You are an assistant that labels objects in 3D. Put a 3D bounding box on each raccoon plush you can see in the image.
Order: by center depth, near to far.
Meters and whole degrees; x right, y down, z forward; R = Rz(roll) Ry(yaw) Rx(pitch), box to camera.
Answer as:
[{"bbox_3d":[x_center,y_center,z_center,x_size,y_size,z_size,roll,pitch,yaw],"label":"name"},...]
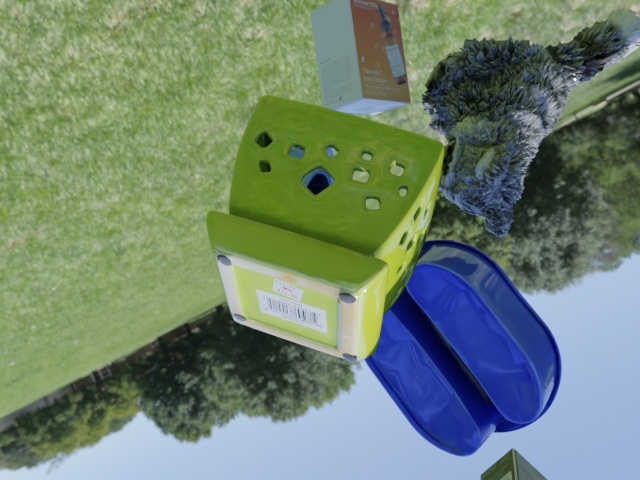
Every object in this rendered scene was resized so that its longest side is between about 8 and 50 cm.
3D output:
[{"bbox_3d":[0.356,-0.214,0.974,0.446,0.216,0.299,-34,-141,17],"label":"raccoon plush"}]

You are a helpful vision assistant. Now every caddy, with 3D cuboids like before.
[{"bbox_3d":[0.217,0.162,0.961,0.241,0.341,0.179,-41,170,28],"label":"caddy"}]

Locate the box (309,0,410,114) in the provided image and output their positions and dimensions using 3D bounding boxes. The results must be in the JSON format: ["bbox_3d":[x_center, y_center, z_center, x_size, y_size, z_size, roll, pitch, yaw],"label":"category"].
[{"bbox_3d":[0.068,-0.305,1.010,0.130,0.171,0.091,-10,-178,-44],"label":"box"}]

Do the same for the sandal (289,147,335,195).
[{"bbox_3d":[-0.013,-0.100,1.100,0.126,0.318,0.138,-1,163,-18],"label":"sandal"}]

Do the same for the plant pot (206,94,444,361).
[{"bbox_3d":[0.000,0.000,0.709,0.227,0.228,0.207,89,21,-54],"label":"plant pot"}]

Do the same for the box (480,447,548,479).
[{"bbox_3d":[0.347,0.486,0.971,0.087,0.169,0.290,-48,175,18],"label":"box"}]
